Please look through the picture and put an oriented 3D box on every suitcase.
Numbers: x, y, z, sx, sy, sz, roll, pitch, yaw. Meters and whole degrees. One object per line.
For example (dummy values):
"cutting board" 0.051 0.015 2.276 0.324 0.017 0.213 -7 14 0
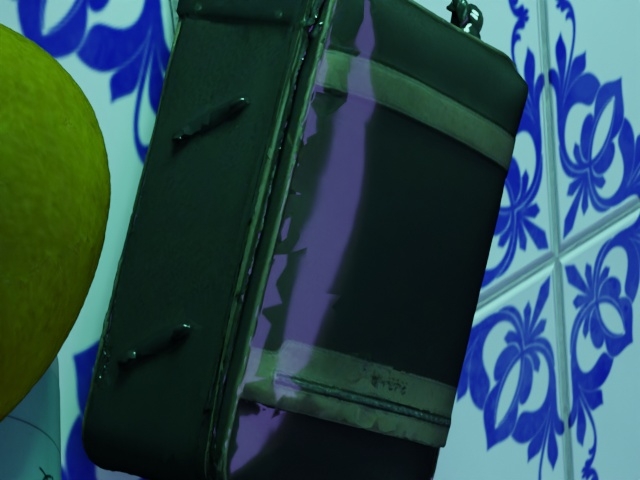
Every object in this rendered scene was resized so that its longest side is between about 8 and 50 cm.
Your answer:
"suitcase" 0.000 0.000 1.269 0.283 0.194 0.434 21 82 -52

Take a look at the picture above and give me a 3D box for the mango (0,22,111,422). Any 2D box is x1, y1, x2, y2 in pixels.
"mango" -0.267 -0.015 0.890 0.301 0.220 0.445 65 29 -4

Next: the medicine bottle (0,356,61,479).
"medicine bottle" -0.198 0.201 0.972 0.110 0.110 0.352 50 23 -45
